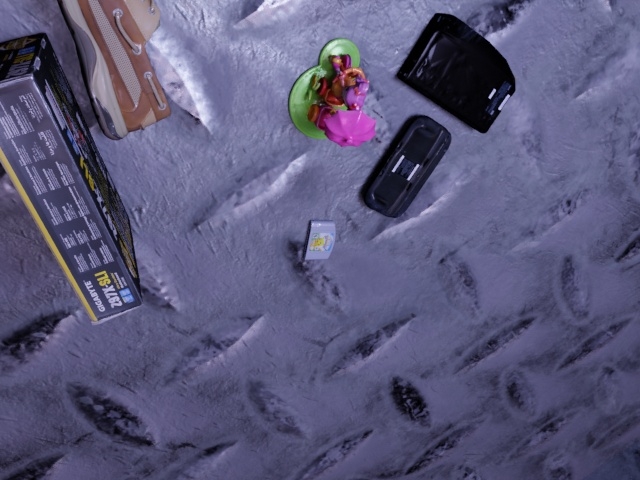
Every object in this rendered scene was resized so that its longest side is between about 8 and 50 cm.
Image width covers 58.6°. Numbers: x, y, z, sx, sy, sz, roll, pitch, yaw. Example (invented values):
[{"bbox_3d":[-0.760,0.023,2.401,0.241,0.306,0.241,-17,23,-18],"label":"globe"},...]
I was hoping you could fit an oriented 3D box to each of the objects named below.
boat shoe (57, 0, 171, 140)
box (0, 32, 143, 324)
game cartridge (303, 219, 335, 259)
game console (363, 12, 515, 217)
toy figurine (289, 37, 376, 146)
[{"bbox_3d":[-0.278,-0.296,0.762,0.120,0.122,0.324,-18,132,-18],"label":"boat shoe"},{"bbox_3d":[-0.338,-0.089,0.763,0.079,0.257,0.322,-20,125,-9],"label":"box"},{"bbox_3d":[0.000,0.000,1.101,0.056,0.017,0.083,-3,120,-25],"label":"game cartridge"},{"bbox_3d":[0.194,-0.205,1.044,0.213,0.044,0.361,24,107,-30],"label":"game console"},{"bbox_3d":[0.041,-0.218,0.902,0.130,0.159,0.173,10,113,-27],"label":"toy figurine"}]
